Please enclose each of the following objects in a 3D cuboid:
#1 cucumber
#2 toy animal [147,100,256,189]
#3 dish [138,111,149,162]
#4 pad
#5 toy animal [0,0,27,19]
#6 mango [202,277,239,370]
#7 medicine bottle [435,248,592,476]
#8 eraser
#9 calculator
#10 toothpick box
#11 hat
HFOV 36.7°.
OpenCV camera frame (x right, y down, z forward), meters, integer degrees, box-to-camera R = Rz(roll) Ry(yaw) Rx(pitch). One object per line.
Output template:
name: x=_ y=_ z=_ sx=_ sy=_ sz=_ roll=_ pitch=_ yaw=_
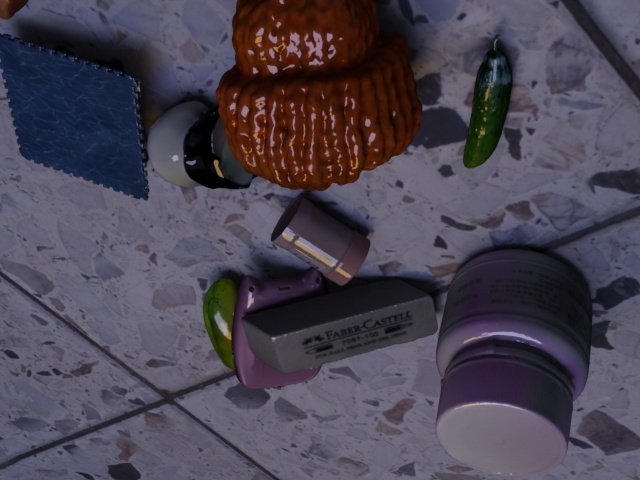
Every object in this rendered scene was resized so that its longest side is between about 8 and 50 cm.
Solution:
cucumber: x=0.249 y=-0.197 z=1.422 sx=0.056 sy=0.056 sz=0.250 roll=12 pitch=140 yaw=8
toy animal: x=-0.194 y=-0.163 z=1.573 sx=0.179 sy=0.138 sz=0.166 roll=6 pitch=117 yaw=25
dish: x=-0.360 y=-0.200 z=1.625 sx=0.190 sy=0.066 sz=0.191 roll=16 pitch=139 yaw=14
pad: x=-0.405 y=-0.199 z=1.588 sx=0.269 sy=0.012 sz=0.269 roll=18 pitch=137 yaw=15
toy animal: x=-0.584 y=-0.435 z=1.370 sx=0.338 sy=0.191 sz=0.216 roll=23 pitch=144 yaw=-6
mango: x=-0.163 y=0.172 z=1.923 sx=0.125 sy=0.111 sz=0.233 roll=-21 pitch=127 yaw=-13
medicine bottle: x=0.321 y=0.204 z=1.619 sx=0.256 sy=0.325 sz=0.256 roll=9 pitch=137 yaw=9
eraser: x=0.036 y=0.160 z=1.789 sx=0.352 sy=0.077 sz=0.111 roll=-14 pitch=134 yaw=0
calculator: x=-0.075 y=0.185 z=1.867 sx=0.194 sy=0.043 sz=0.294 roll=-7 pitch=126 yaw=-15
toothpick box: x=0.000 y=0.000 z=1.688 sx=0.149 sy=0.098 sz=0.098 roll=33 pitch=136 yaw=-14
hat: x=-0.027 y=-0.271 z=1.296 sx=0.285 sy=0.285 sz=0.400 roll=0 pitch=131 yaw=20
